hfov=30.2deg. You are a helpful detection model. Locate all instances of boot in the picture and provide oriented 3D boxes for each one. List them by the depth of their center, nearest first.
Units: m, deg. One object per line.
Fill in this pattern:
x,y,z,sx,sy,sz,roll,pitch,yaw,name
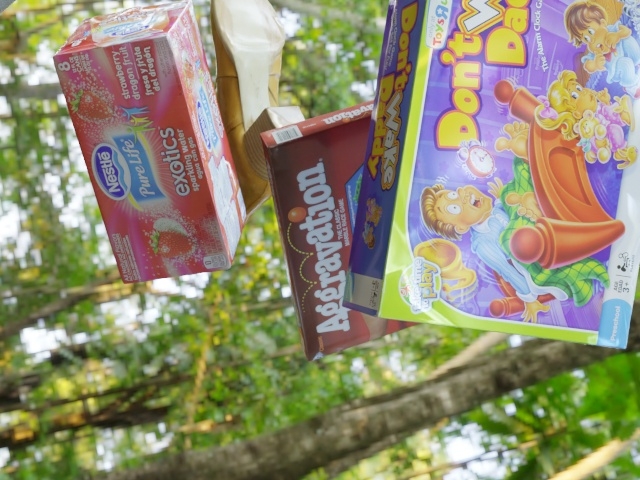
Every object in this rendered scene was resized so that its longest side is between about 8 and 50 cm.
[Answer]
-0.122,-0.177,1.551,0.211,0.104,0.295,-47,-127,45,boot

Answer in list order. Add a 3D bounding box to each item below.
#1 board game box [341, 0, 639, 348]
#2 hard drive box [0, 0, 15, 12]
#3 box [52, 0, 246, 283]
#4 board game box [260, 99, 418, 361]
0.162,-0.097,0.984,0.078,0.233,0.347,-169,-93,-69,board game box
-0.402,-0.344,1.226,0.232,0.089,0.181,47,11,-26,hard drive box
-0.167,-0.100,1.212,0.128,0.122,0.257,-81,161,-63,box
0.033,-0.006,1.152,0.027,0.145,0.281,-117,-167,-47,board game box
